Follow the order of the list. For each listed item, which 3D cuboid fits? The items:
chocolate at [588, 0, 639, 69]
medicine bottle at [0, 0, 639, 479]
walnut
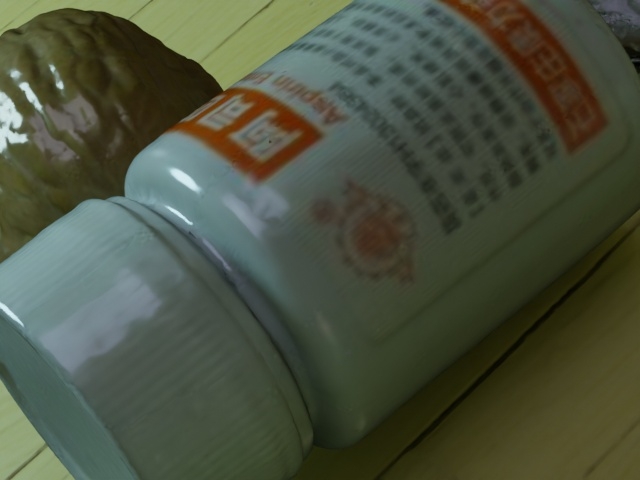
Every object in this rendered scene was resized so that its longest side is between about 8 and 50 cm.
[{"bbox_3d":[0.223,-0.160,1.169,0.329,0.065,0.102,8,52,27],"label":"chocolate"},{"bbox_3d":[0.000,0.000,0.989,0.371,0.211,0.211,-37,45,-20],"label":"medicine bottle"},{"bbox_3d":[-0.150,-0.049,1.127,0.213,0.213,0.213,-12,45,12],"label":"walnut"}]
